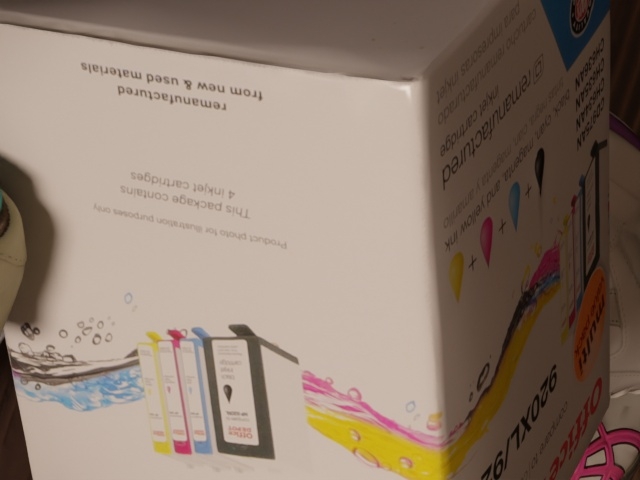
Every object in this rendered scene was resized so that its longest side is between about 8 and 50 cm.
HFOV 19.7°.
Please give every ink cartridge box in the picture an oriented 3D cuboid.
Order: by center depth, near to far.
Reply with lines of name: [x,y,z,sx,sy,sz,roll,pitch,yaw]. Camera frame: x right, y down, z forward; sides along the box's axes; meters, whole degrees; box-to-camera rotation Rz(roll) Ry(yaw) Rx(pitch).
ink cartridge box: [0.000,0.000,0.654,0.171,0.168,0.233,-49,142,-48]

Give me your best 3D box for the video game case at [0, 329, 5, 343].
video game case: [-0.173,0.021,0.588,0.190,0.022,0.173,-58,143,-16]

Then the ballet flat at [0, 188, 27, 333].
ballet flat: [-0.182,0.043,0.509,0.248,0.086,0.086,-22,123,-46]

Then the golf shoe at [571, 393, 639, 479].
golf shoe: [0.116,0.103,0.965,0.186,0.067,0.086,-31,127,-41]

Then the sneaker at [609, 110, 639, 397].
sneaker: [0.131,0.032,0.936,0.305,0.114,0.152,35,86,-46]
